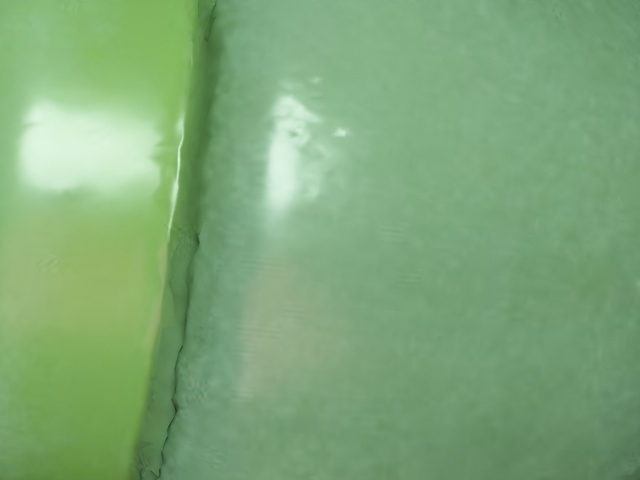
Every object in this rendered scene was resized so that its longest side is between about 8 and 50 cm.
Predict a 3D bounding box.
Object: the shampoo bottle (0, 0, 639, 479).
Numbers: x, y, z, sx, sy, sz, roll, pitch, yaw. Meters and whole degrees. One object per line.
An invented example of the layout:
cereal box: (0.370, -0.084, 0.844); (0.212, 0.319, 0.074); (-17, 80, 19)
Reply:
shampoo bottle: (0.000, 0.000, 0.644); (0.317, 0.322, 0.322); (10, 117, -10)
